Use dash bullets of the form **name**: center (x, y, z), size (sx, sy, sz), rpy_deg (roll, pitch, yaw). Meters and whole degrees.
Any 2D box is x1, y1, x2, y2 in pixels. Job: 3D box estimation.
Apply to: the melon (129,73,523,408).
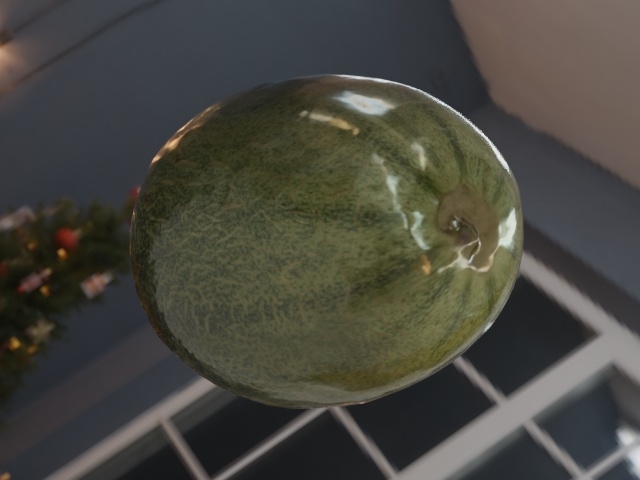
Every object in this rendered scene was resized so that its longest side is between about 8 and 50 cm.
- **melon**: center (0.000, 0.000, 1.006), size (0.329, 0.248, 0.248), rpy_deg (-9, -64, 54)
